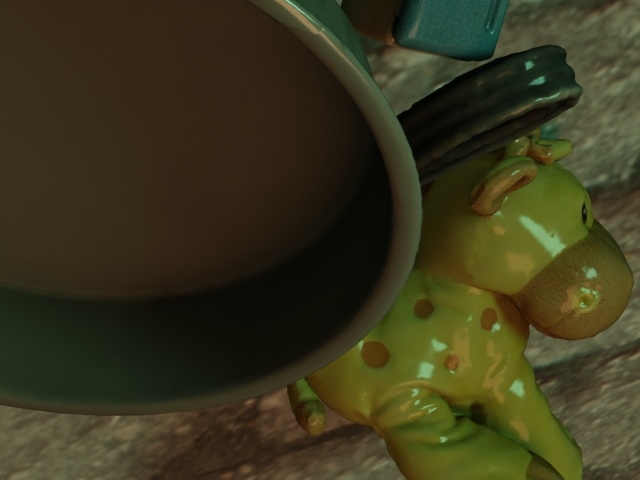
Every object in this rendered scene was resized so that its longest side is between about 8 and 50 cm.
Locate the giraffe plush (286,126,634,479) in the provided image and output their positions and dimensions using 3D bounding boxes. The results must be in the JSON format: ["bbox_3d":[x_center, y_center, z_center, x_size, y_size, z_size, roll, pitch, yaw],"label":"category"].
[{"bbox_3d":[0.081,0.028,0.986,0.210,0.181,0.170,33,105,-21],"label":"giraffe plush"}]

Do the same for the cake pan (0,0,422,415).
[{"bbox_3d":[-0.107,-0.037,0.722,0.293,0.054,0.293,5,142,4],"label":"cake pan"}]

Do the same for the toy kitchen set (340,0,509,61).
[{"bbox_3d":[0.033,-0.120,0.687,0.207,0.166,0.122,5,106,-41],"label":"toy kitchen set"}]

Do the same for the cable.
[{"bbox_3d":[0.000,0.000,0.872,0.287,0.072,0.139,-20,167,25],"label":"cable"}]
